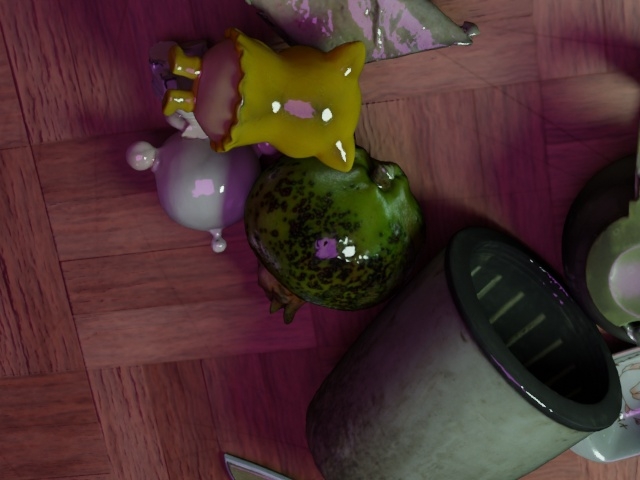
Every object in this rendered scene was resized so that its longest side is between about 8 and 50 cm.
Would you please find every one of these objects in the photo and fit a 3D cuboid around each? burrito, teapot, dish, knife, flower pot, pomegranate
[{"bbox_3d":[0.005,-0.297,1.559,0.348,0.107,0.175,37,127,-6],"label":"burrito"},{"bbox_3d":[0.416,-0.015,1.533,0.239,0.239,0.321,31,107,10],"label":"teapot"},{"bbox_3d":[0.415,0.199,1.723,0.234,0.064,0.154,-19,108,13],"label":"dish"},{"bbox_3d":[0.010,0.392,1.869,0.343,0.027,0.061,27,121,-1],"label":"knife"},{"bbox_3d":[0.158,0.191,1.637,0.293,0.293,0.330,43,118,-10],"label":"flower pot"},{"bbox_3d":[0.007,-0.011,1.643,0.222,0.276,0.204,37,72,-6],"label":"pomegranate"}]

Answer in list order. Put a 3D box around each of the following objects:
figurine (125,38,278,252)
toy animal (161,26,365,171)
[{"bbox_3d":[-0.135,-0.117,1.635,0.144,0.182,0.256,22,129,44],"label":"figurine"},{"bbox_3d":[-0.062,-0.166,1.493,0.230,0.156,0.156,4,113,-14],"label":"toy animal"}]
